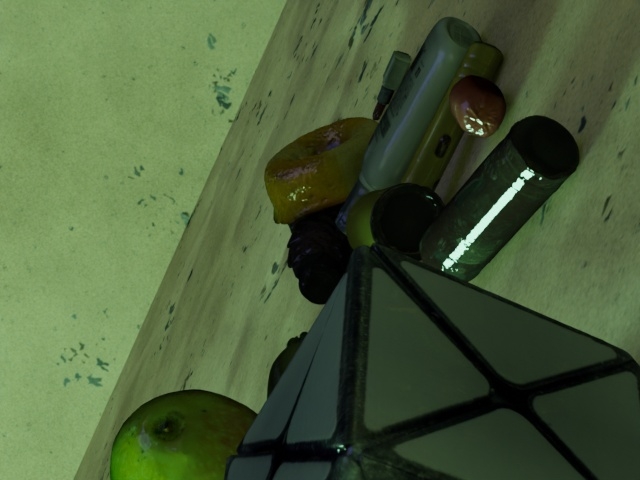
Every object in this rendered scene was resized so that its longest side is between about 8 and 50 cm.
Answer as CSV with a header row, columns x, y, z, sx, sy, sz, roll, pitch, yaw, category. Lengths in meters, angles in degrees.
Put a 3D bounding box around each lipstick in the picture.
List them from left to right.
x,y,z,sx,sy,sz,roll,pitch,yaw,category
0.094,-0.210,2.557,0.025,0.025,0.107,-87,18,-58,lipstick

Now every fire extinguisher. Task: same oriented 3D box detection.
x,y,z,sx,sy,sz,roll,pitch,yaw,category
0.152,-0.020,1.821,0.072,0.089,0.268,59,143,17,fire extinguisher

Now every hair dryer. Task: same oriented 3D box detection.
x,y,z,sx,sy,sz,roll,pitch,yaw,category
0.128,-0.099,2.113,0.279,0.090,0.135,-62,9,-8,hair dryer

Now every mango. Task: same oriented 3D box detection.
x,y,z,sx,sy,sz,roll,pitch,yaw,category
-0.139,0.304,2.191,0.382,0.225,0.201,96,-167,-61,mango

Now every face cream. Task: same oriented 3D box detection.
x,y,z,sx,sy,sz,roll,pitch,yaw,category
0.104,-0.129,2.247,0.291,0.071,0.144,-61,7,21,face cream

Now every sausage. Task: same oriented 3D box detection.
x,y,z,sx,sy,sz,roll,pitch,yaw,category
0.171,-0.146,2.030,0.094,0.059,0.054,-108,36,-68,sausage

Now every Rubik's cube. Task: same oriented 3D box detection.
x,y,z,sx,sy,sz,roll,pitch,yaw,category
0.080,0.194,1.344,0.259,0.260,0.255,-57,16,29,Rubik's cube

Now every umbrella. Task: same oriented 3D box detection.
x,y,z,sx,sy,sz,roll,pitch,yaw,category
0.000,0.000,2.409,0.326,0.090,0.094,-94,24,-71,umbrella

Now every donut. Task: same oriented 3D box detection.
x,y,z,sx,sy,sz,roll,pitch,yaw,category
0.007,-0.098,2.402,0.190,0.075,0.174,-13,22,44,donut

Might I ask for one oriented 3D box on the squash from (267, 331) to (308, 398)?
x,y,z,sx,sy,sz,roll,pitch,yaw,category
-0.018,0.185,2.172,0.094,0.094,0.341,-64,14,12,squash
